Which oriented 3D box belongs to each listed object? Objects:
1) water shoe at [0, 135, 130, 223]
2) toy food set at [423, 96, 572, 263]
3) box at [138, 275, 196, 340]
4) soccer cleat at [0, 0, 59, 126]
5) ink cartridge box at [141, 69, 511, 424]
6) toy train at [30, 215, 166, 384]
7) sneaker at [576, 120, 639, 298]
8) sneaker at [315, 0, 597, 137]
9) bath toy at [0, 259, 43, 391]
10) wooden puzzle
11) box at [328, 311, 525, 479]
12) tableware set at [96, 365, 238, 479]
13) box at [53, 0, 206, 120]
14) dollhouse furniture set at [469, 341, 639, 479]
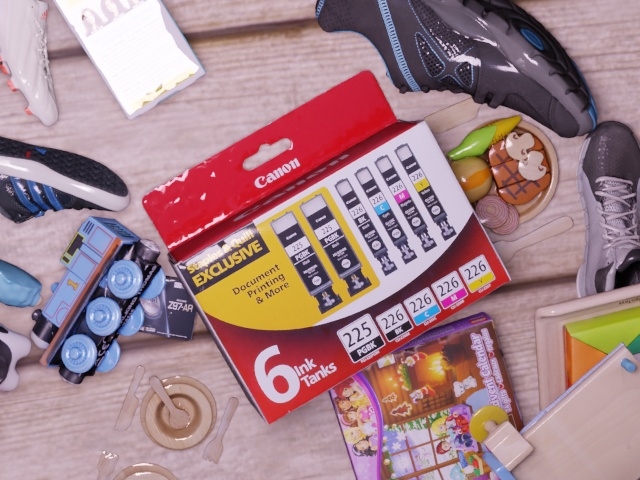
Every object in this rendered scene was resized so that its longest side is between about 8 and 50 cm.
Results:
[{"bbox_3d":[-0.309,-0.057,1.845,0.203,0.073,0.080,17,116,-4],"label":"water shoe"},{"bbox_3d":[0.207,-0.074,1.910,0.132,0.038,0.192,-25,100,-3],"label":"toy food set"},{"bbox_3d":[-0.179,0.072,1.892,0.083,0.018,0.067,11,95,-8],"label":"box"},{"bbox_3d":[-0.317,-0.218,1.816,0.076,0.068,0.196,-25,97,-6],"label":"soccer cleat"},{"bbox_3d":[0.000,0.000,1.840,0.309,0.130,0.272,-31,99,-6],"label":"ink cartridge box"},{"bbox_3d":[-0.247,0.065,1.847,0.105,0.080,0.184,36,100,20],"label":"toy train"},{"bbox_3d":[0.340,-0.016,1.886,0.086,0.132,0.228,-2,98,-7],"label":"sneaker"},{"bbox_3d":[0.152,-0.210,1.863,0.341,0.125,0.139,36,113,-8],"label":"sneaker"},{"bbox_3d":[-0.422,0.179,1.810,0.151,0.129,0.348,15,87,33],"label":"bath toy"},{"bbox_3d":[0.351,0.135,1.888,0.221,0.044,0.238,-14,134,-5],"label":"wooden puzzle"},{"bbox_3d":[0.138,0.251,1.934,0.201,0.057,0.293,-18,99,-4],"label":"box"},{"bbox_3d":[-0.179,0.247,1.905,0.128,0.039,0.194,19,95,-9],"label":"tableware set"},{"bbox_3d":[-0.229,-0.258,1.822,0.100,0.060,0.244,-32,100,-2],"label":"box"},{"bbox_3d":[0.335,0.201,1.854,0.286,0.198,0.303,-43,111,0],"label":"dollhouse furniture set"}]
